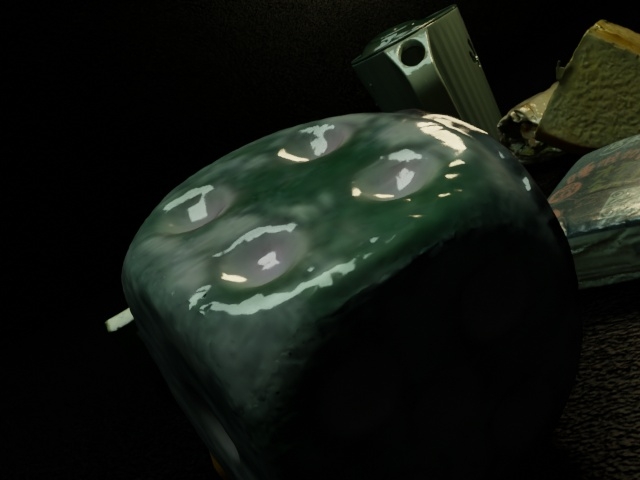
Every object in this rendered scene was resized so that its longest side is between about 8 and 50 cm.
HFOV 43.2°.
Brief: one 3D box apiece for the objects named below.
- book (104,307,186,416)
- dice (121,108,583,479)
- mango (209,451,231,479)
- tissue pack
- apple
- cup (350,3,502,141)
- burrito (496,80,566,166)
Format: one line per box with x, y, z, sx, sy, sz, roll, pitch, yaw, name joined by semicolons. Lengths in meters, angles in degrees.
-0.119;0.142;1.161;0.260;0.371;0.043;-30;55;-8;book
0.031;0.083;0.804;0.348;0.330;0.328;-33;33;-19;dice
-0.063;0.195;1.060;0.257;0.187;0.138;-49;18;-8;mango
0.430;-0.052;1.139;0.228;0.103;0.316;-15;20;45;tissue pack
0.545;-0.288;1.493;0.314;0.252;0.309;-17;4;28;apple
0.276;-0.381;2.126;0.310;0.392;0.401;-20;15;40;cup
0.545;-0.287;1.761;0.332;0.135;0.190;-33;5;-29;burrito
